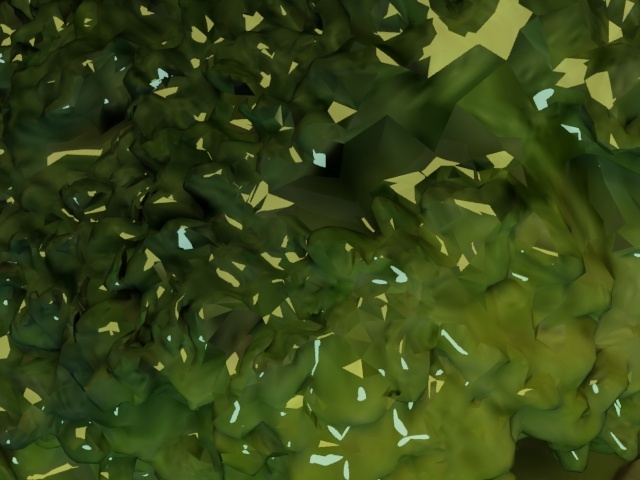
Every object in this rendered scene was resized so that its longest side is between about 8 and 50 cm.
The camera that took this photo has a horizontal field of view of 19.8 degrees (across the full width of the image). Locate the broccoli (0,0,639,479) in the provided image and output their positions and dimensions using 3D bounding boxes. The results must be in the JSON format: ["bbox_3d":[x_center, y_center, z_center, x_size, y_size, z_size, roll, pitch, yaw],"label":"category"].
[{"bbox_3d":[0.009,-0.006,0.642,0.348,0.281,0.293,-13,45,40],"label":"broccoli"}]
